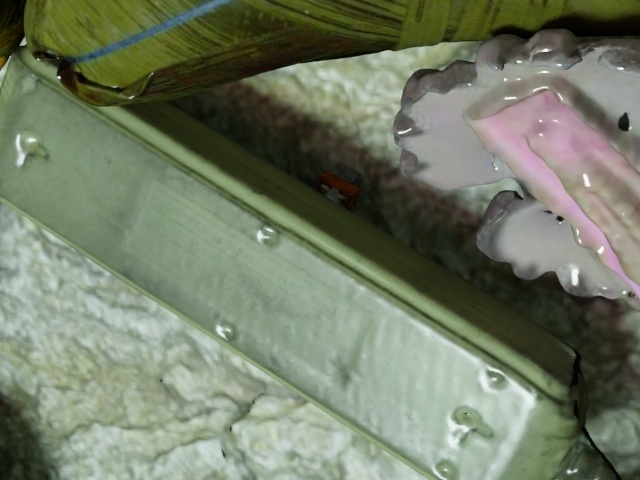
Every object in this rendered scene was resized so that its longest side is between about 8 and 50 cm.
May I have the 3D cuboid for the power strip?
[{"bbox_3d":[-0.010,0.022,1.014,0.387,0.066,0.092,32,120,14],"label":"power strip"}]

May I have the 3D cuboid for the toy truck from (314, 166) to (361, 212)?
[{"bbox_3d":[0.000,0.000,1.053,0.024,0.032,0.083,25,119,11],"label":"toy truck"}]

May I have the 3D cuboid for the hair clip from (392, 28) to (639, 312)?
[{"bbox_3d":[0.163,0.018,0.929,0.173,0.069,0.300,-21,113,42],"label":"hair clip"}]

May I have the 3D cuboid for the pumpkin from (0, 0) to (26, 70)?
[{"bbox_3d":[-0.215,-0.131,1.056,0.183,0.107,0.119,-36,86,42],"label":"pumpkin"}]

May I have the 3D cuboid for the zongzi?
[{"bbox_3d":[0.035,-0.115,0.930,0.300,0.138,0.286,37,129,-4],"label":"zongzi"}]
